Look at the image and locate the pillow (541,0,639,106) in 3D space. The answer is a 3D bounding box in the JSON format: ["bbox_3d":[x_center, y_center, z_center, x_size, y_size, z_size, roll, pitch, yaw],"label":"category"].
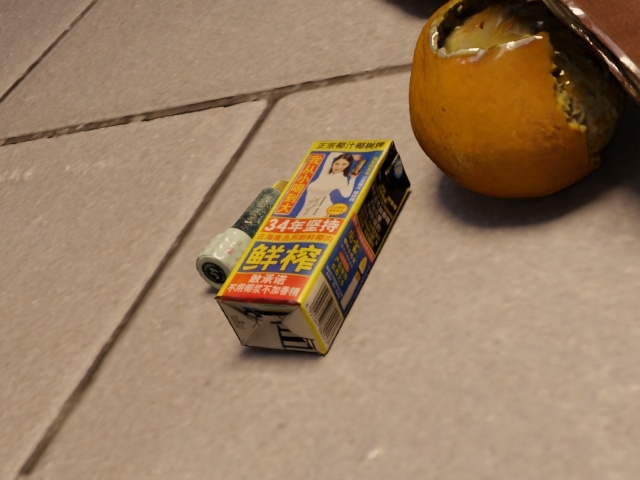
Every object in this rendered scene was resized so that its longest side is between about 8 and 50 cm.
[{"bbox_3d":[0.261,-0.191,0.611,0.305,0.108,0.308,-27,62,-17],"label":"pillow"}]

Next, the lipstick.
[{"bbox_3d":[-0.051,-0.012,0.773,0.037,0.037,0.116,-1,39,36],"label":"lipstick"}]

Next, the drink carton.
[{"bbox_3d":[0.000,0.000,0.699,0.071,0.056,0.166,5,46,30],"label":"drink carton"}]

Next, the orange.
[{"bbox_3d":[0.130,-0.104,0.671,0.156,0.134,0.156,-23,46,26],"label":"orange"}]
